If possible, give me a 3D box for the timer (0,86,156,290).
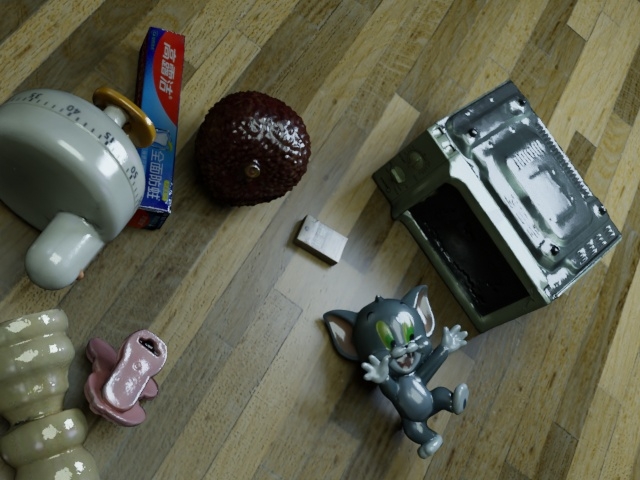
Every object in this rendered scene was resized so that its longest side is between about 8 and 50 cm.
[{"bbox_3d":[-0.361,-0.079,1.162,0.233,0.233,0.240,36,54,-10],"label":"timer"}]

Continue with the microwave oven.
[{"bbox_3d":[0.320,-0.068,1.522,0.286,0.218,0.355,-32,86,-33],"label":"microwave oven"}]

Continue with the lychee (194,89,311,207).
[{"bbox_3d":[-0.105,-0.148,1.354,0.194,0.194,0.195,11,65,-24],"label":"lychee"}]

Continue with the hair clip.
[{"bbox_3d":[-0.272,0.195,1.160,0.123,0.102,0.138,35,47,-15],"label":"hair clip"}]

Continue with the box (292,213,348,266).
[{"bbox_3d":[0.000,0.000,1.441,0.083,0.024,0.053,31,59,-15],"label":"box"}]

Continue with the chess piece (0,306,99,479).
[{"bbox_3d":[-0.363,0.230,1.101,0.142,0.142,0.261,-15,83,-32],"label":"chess piece"}]

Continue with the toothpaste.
[{"bbox_3d":[-0.261,-0.178,1.347,0.066,0.076,0.321,9,65,-22],"label":"toothpaste"}]

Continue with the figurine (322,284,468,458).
[{"bbox_3d":[0.148,0.202,1.372,0.193,0.140,0.265,-25,95,-10],"label":"figurine"}]
